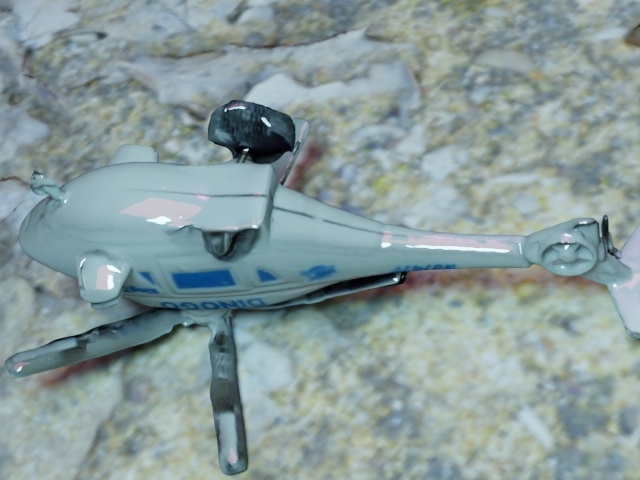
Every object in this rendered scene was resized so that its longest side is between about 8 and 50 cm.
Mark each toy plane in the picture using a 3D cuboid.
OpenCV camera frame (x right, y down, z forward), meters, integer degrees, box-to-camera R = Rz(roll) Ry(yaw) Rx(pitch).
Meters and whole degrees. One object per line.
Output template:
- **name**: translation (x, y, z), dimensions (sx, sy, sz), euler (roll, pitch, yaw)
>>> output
- **toy plane**: translation (0.000, 0.009, 0.742), dimensions (0.273, 0.107, 0.182), euler (16, 61, 25)
